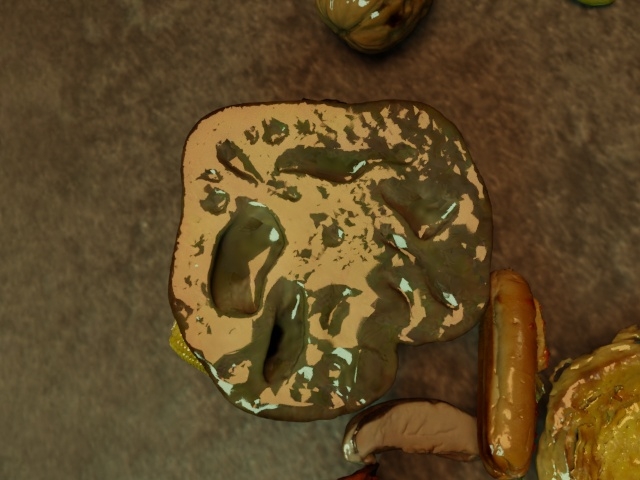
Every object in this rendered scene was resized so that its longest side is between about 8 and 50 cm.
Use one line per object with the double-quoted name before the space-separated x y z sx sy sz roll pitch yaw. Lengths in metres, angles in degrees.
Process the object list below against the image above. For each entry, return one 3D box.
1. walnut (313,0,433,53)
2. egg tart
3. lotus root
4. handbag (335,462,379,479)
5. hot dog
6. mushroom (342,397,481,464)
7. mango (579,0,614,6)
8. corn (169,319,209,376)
"walnut" 0.078 -0.347 0.882 0.155 0.155 0.184 37 86 15
"egg tart" 0.361 0.238 0.726 0.291 0.107 0.290 -1 79 4
"lotus root" 0.000 0.000 0.749 0.375 0.111 0.390 43 87 1
"handbag" -0.013 0.428 0.637 0.116 0.303 0.410 25 80 15
"hot dog" 0.218 0.140 0.749 0.076 0.104 0.250 6 58 10
"mushroom" 0.098 0.215 0.747 0.210 0.094 0.072 10 70 -30
"mango" 0.343 -0.400 0.898 0.101 0.066 0.187 -25 83 3
"corn" -0.102 0.154 0.834 0.203 0.072 0.072 28 83 13
